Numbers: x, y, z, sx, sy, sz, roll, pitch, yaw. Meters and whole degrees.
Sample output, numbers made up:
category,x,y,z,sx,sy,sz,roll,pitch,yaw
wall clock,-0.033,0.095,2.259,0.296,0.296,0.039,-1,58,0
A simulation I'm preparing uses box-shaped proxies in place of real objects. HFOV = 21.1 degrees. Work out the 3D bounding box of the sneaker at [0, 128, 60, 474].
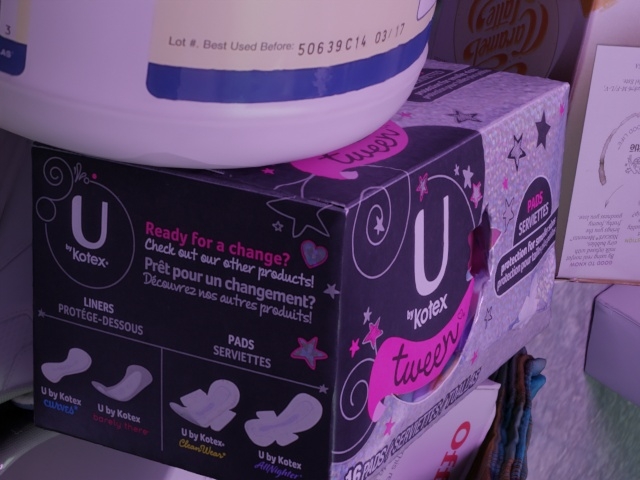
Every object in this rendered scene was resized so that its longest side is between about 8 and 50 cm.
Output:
category,x,y,z,sx,sy,sz,roll,pitch,yaw
sneaker,-0.131,0.025,0.863,0.297,0.129,0.111,-54,143,-7

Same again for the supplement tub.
category,x,y,z,sx,sy,sz,roll,pitch,yaw
supplement tub,-0.048,-0.217,0.684,0.235,0.235,0.325,-19,130,-43

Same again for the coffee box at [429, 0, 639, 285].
category,x,y,z,sx,sy,sz,roll,pitch,yaw
coffee box,0.142,-0.113,0.951,0.098,0.141,0.247,3,107,-30

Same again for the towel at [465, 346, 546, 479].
category,x,y,z,sx,sy,sz,roll,pitch,yaw
towel,0.087,0.238,1.214,0.370,0.040,0.271,-49,163,-76

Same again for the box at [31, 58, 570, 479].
category,x,y,z,sx,sy,sz,roll,pitch,yaw
box,0.000,0.000,0.812,0.247,0.163,0.142,-31,128,-56

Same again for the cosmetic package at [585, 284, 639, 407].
category,x,y,z,sx,sy,sz,roll,pitch,yaw
cosmetic package,0.458,0.068,1.484,0.377,0.284,0.097,-30,137,-33

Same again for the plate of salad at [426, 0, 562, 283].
category,x,y,z,sx,sy,sz,roll,pitch,yaw
plate of salad,0.127,-0.069,1.102,0.199,0.048,0.200,6,77,-28

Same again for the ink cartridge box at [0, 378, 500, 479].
category,x,y,z,sx,sy,sz,roll,pitch,yaw
ink cartridge box,-0.054,0.156,1.056,0.307,0.129,0.223,8,110,-54
